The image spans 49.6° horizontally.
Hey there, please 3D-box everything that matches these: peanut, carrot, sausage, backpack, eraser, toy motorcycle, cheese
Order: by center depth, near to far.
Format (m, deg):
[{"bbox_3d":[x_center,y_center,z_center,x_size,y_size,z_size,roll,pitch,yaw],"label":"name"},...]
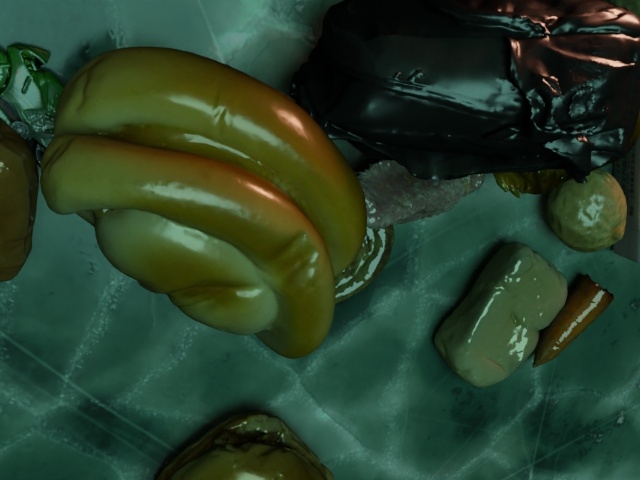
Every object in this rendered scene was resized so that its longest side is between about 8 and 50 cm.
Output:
[{"bbox_3d":[-0.417,-0.050,0.845,0.136,0.120,0.241,14,132,-10],"label":"sausage"},{"bbox_3d":[-0.365,-0.178,0.884,0.106,0.074,0.190,-42,117,-13],"label":"toy motorcycle"},{"bbox_3d":[0.182,-0.216,0.937,0.445,0.363,0.255,2,115,-5],"label":"backpack"},{"bbox_3d":[0.408,-0.153,1.127,0.302,0.114,0.114,-26,115,-29],"label":"carrot"},{"bbox_3d":[0.474,-0.051,1.220,0.159,0.109,0.140,33,107,-23],"label":"peanut"},{"bbox_3d":[0.319,0.136,1.233,0.159,0.093,0.263,32,95,-23],"label":"cheese"},{"bbox_3d":[0.611,-0.112,1.266,0.130,0.086,0.287,-15,112,-17],"label":"eraser"},{"bbox_3d":[0.470,0.163,1.314,0.072,0.072,0.205,34,95,-27],"label":"carrot"}]

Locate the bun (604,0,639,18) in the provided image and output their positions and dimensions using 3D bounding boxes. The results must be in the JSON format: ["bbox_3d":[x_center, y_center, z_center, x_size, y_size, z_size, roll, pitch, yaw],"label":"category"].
[{"bbox_3d":[0.513,-0.381,1.033,0.349,0.227,0.352,41,50,-39],"label":"bun"}]

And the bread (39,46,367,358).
[{"bbox_3d":[-0.142,-0.034,0.851,0.424,0.329,0.245,41,63,-38],"label":"bread"}]

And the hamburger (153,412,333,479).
[{"bbox_3d":[-0.121,0.450,1.129,0.284,0.174,0.304,-39,110,7],"label":"hamburger"}]

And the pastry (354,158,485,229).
[{"bbox_3d":[0.138,-0.082,1.070,0.265,0.112,0.103,-17,81,-25],"label":"pastry"}]

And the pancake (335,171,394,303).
[{"bbox_3d":[0.000,0.000,1.098,0.250,0.031,0.250,-7,110,-20],"label":"pancake"}]
